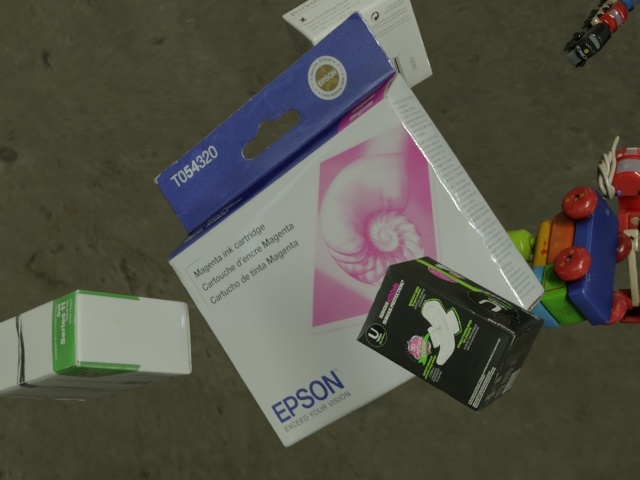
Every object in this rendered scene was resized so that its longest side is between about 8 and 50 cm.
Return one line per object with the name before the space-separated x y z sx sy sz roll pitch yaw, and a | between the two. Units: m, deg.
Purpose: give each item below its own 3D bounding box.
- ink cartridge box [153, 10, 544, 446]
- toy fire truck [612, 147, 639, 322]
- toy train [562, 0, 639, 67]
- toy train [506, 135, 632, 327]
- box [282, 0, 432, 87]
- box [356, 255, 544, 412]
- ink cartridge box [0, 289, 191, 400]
ink cartridge box | 0.000 0.000 1.064 0.324 0.071 0.330 -36 87 32
toy fire truck | 0.398 -0.005 1.344 0.047 0.135 0.192 -2 126 23
toy train | 0.265 -0.205 0.981 0.027 0.036 0.158 51 45 -9
toy train | 0.276 -0.008 1.233 0.105 0.143 0.248 45 45 -32
box | 0.062 -0.318 1.735 0.181 0.119 0.182 -33 130 -10
box | 0.076 0.052 0.616 0.083 0.062 0.052 30 107 22
ink cartridge box | -0.270 0.126 1.216 0.153 0.208 0.087 10 68 -43
